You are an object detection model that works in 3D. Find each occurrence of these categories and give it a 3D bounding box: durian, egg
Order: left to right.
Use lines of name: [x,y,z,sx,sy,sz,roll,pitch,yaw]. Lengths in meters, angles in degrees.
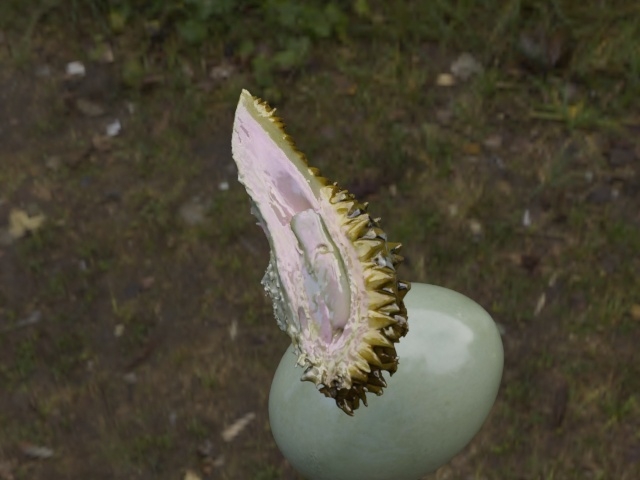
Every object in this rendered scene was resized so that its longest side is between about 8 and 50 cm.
durian: [0.007,-0.003,0.932,0.078,0.140,0.224,-23,88,22]
egg: [0.062,0.139,1.382,0.253,0.186,0.186,-34,43,28]
